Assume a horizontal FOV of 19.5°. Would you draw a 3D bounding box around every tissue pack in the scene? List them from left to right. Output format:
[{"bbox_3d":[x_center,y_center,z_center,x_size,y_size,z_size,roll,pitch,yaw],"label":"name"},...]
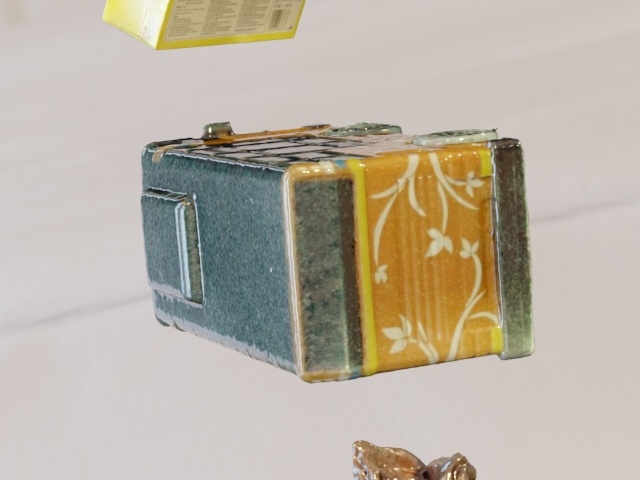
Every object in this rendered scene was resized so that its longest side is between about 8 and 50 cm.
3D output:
[{"bbox_3d":[-0.080,-0.205,1.435,0.062,0.095,0.176,31,26,29],"label":"tissue pack"}]

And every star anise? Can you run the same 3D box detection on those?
[{"bbox_3d":[0.134,0.294,1.926,0.220,0.214,0.099,14,59,13],"label":"star anise"}]

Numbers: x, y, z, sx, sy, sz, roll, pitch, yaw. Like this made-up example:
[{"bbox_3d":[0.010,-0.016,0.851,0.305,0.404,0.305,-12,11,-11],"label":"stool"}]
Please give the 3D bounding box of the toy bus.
[{"bbox_3d":[0.000,0.000,1.142,0.167,0.138,0.275,-8,9,-22],"label":"toy bus"}]
